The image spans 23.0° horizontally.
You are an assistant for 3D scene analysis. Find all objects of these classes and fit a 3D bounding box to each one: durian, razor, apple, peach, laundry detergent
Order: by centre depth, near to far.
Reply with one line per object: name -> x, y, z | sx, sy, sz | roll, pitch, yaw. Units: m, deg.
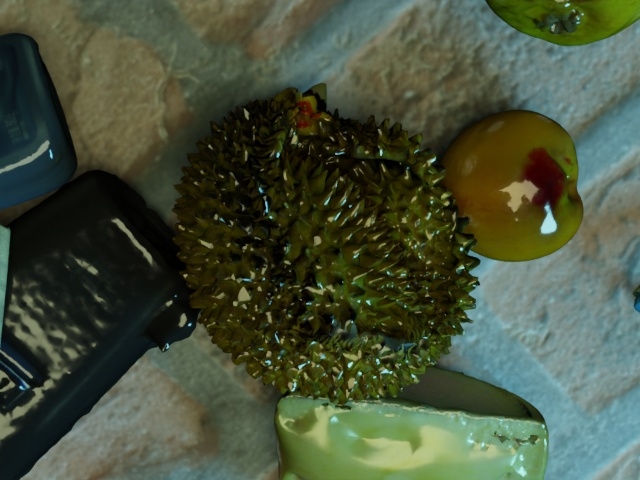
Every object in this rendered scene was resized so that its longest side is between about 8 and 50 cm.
laundry detergent -> -0.360, -0.070, 1.342 | 0.289, 0.094, 0.143 | -20, 70, -4
durian -> -0.008, 0.007, 1.358 | 0.258, 0.258, 0.293 | -36, 89, 5
razor -> -0.266, 0.092, 1.422 | 0.327, 0.107, 0.189 | -40, 106, 6
peach -> 0.170, -0.048, 1.425 | 0.138, 0.138, 0.138 | -2, 108, -6
apple -> 0.078, 0.210, 1.501 | 0.264, 0.120, 0.193 | 6, 120, -6

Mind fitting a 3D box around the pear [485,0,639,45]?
pear -> 0.221, -0.322, 1.284 | 0.269, 0.269, 0.321 | 7, 88, -9

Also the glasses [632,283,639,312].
glasses -> 0.408, -0.008, 1.477 | 0.239, 0.102, 0.207 | -6, 108, -5

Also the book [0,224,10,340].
book -> -0.384, 0.062, 1.372 | 0.228, 0.024, 0.160 | 1, 82, 15
